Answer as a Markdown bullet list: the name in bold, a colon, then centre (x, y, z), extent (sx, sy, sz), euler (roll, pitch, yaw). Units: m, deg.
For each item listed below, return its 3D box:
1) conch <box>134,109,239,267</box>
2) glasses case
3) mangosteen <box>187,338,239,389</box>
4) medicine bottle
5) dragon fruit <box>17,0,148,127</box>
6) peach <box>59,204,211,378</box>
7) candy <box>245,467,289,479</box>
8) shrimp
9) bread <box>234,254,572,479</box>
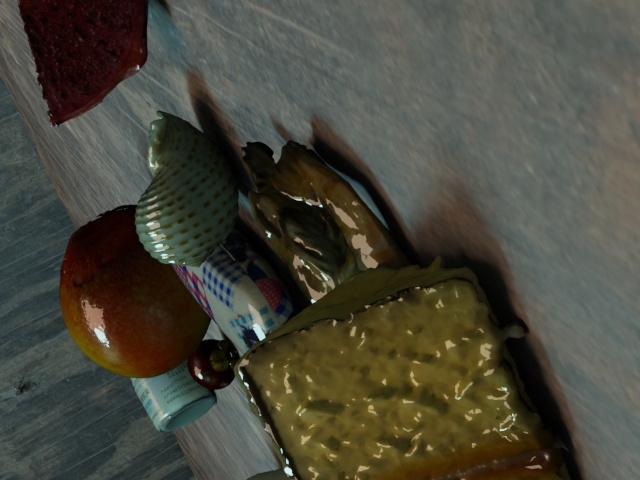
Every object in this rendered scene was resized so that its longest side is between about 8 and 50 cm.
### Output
- **conch**: centre (-0.133, -0.050, 1.156), extent (0.135, 0.102, 0.153), euler (-127, 46, -70)
- **glasses case**: centre (-0.106, 0.038, 1.269), extent (0.327, 0.076, 0.125), euler (41, 154, 52)
- **mangosteen**: centre (-0.163, 0.186, 1.752), extent (0.081, 0.081, 0.081), euler (55, 164, 24)
- **medicine bottle**: centre (-0.303, 0.280, 2.283), extent (0.168, 0.135, 0.135), euler (58, 165, 19)
- **dragon fruit**: centre (-0.241, -0.263, 1.120), extent (0.161, 0.126, 0.274), euler (-128, 24, -68)
- **peach**: centre (-0.252, 0.069, 1.581), extent (0.231, 0.231, 0.231), euler (55, 164, 24)
- **candy**: centre (-0.006, 0.408, 1.406), extent (0.295, 0.185, 0.296), euler (-22, -90, -89)
- **shrimp**: centre (0.002, -0.007, 0.860), extent (0.254, 0.059, 0.145), euler (55, 161, 23)
- **bread**: centre (0.071, 0.146, 0.760), extent (0.142, 0.178, 0.266), euler (-97, -18, -77)
